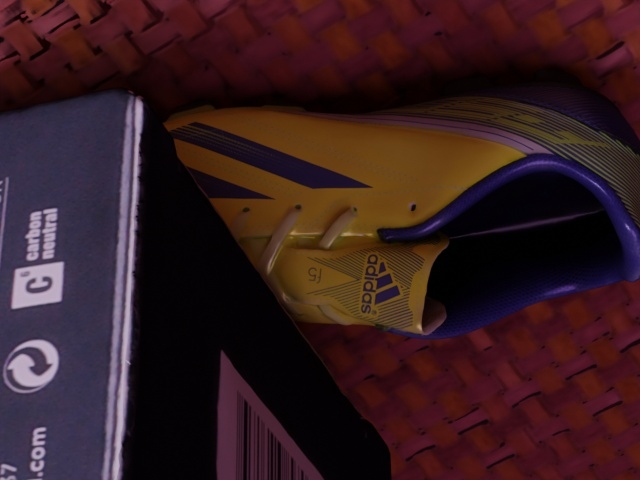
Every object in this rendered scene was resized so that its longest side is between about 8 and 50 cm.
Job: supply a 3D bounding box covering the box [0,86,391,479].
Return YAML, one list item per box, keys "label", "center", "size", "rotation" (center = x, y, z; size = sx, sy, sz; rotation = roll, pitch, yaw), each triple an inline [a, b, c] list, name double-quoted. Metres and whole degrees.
- label: "box"
  center: [-0.197, 0.138, 0.739]
  size: [0.395, 0.212, 0.293]
  rotation: [-10, 147, 15]

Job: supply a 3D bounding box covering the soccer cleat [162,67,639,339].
- label: "soccer cleat"
  center: [0.000, -0.001, 0.802]
  size: [0.289, 0.121, 0.093]
  rotation: [-11, 129, 1]
